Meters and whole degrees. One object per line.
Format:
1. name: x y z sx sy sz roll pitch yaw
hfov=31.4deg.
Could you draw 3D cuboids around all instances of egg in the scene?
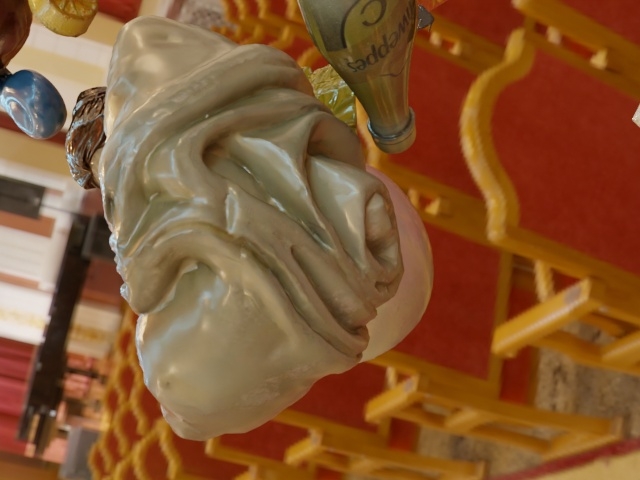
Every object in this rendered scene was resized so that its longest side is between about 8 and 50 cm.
1. egg: 0.000 0.000 1.953 0.340 0.354 0.355 63 -152 -53

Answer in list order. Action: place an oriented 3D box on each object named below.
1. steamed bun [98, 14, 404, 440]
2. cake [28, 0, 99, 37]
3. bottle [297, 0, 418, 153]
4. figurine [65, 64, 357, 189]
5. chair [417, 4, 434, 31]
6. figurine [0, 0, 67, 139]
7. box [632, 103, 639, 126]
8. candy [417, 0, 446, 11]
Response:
1. steamed bun: -0.047 -0.018 0.941 0.324 0.219 0.310 -92 -7 -55
2. cake: -0.316 -0.292 1.399 0.044 0.084 0.084 -42 33 43
3. bottle: 0.034 -0.154 0.825 0.270 0.083 0.083 65 -152 -56
4. figurine: -0.121 -0.101 1.246 0.187 0.315 0.168 94 173 -78
5. chair: 0.150 -0.339 1.731 0.042 0.037 0.086 -41 -12 -9
6. figurine: -0.513 -0.329 1.608 0.243 0.298 0.416 24 143 47
7. box: 0.558 -0.120 1.425 0.095 0.330 0.210 -26 25 54
8. candy: 0.155 -0.459 1.915 0.276 0.088 0.146 -43 -32 -51
